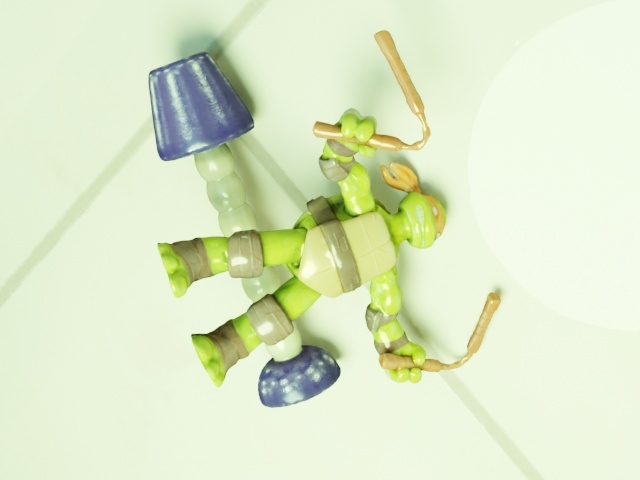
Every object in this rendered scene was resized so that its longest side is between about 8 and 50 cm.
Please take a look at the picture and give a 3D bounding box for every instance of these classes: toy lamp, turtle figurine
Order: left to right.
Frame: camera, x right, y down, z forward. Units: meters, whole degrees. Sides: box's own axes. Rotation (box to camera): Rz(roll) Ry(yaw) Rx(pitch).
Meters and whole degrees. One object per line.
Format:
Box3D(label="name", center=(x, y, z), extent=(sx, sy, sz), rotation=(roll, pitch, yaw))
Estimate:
Box3D(label="toy lamp", center=(-0.060, -0.008, 0.742), extent=(0.080, 0.080, 0.274), rotation=(-13, 106, 31))
Box3D(label="turtle figurine", center=(0.000, 0.000, 0.678), extent=(0.217, 0.087, 0.269), rotation=(-21, 119, -8))
